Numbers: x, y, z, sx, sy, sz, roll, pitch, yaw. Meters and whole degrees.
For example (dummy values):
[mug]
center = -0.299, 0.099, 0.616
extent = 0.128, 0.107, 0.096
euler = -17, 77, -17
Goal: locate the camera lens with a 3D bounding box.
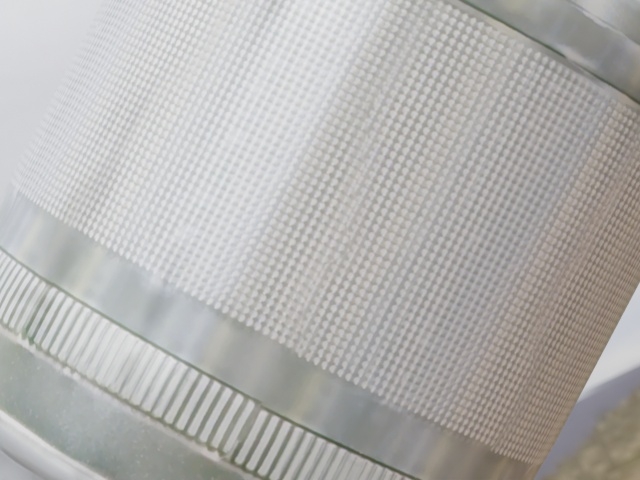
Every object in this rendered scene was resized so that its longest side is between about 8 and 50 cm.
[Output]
[camera lens]
center = 0.000, 0.000, 0.715
extent = 0.274, 0.219, 0.219
euler = -62, -11, 1
